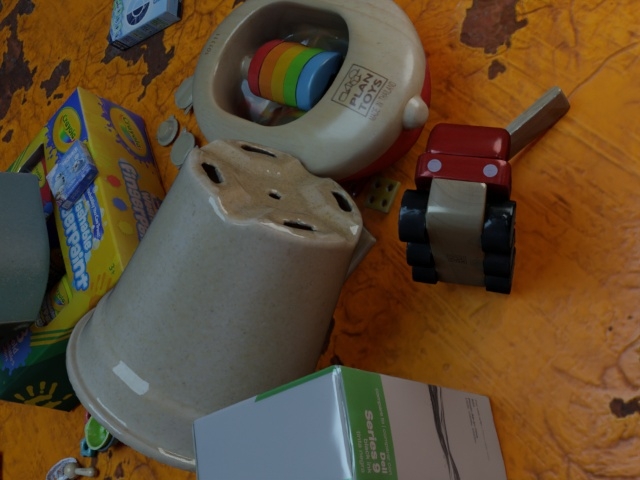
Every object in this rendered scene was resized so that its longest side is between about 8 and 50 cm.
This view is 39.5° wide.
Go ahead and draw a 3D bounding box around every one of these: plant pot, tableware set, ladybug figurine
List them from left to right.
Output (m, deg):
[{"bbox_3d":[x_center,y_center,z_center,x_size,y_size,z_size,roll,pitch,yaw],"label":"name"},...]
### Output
[{"bbox_3d":[-0.587,0.052,1.443,0.247,0.247,0.252,-32,72,31],"label":"plant pot"},{"bbox_3d":[-0.240,-0.213,1.599,0.141,0.020,0.169,-53,45,12],"label":"tableware set"},{"bbox_3d":[-0.107,0.059,1.094,0.334,0.333,0.306,51,126,42],"label":"plant pot"},{"bbox_3d":[-0.005,-0.212,1.268,0.449,0.162,0.305,31,89,46],"label":"ladybug figurine"}]

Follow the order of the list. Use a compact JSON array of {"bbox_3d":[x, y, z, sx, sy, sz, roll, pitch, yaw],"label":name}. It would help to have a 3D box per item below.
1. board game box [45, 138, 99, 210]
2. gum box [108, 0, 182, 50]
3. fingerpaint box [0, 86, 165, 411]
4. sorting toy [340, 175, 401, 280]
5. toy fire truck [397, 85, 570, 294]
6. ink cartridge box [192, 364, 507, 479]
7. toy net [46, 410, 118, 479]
[{"bbox_3d":[-0.418,-0.110,1.498,0.090,0.020,0.090,-47,47,13],"label":"board game box"},{"bbox_3d":[-0.348,-0.485,1.790,0.184,0.041,0.157,-15,64,40],"label":"gum box"},{"bbox_3d":[-0.446,0.014,1.601,0.371,0.163,0.445,-41,51,24],"label":"fingerpaint box"},{"bbox_3d":[0.000,0.000,1.272,0.274,0.046,0.132,-52,47,14],"label":"sorting toy"},{"bbox_3d":[0.194,-0.081,1.020,0.158,0.217,0.246,7,71,15],"label":"toy fire truck"},{"bbox_3d":[0.040,0.237,0.972,0.211,0.289,0.122,-28,60,33],"label":"ink cartridge box"},{"bbox_3d":[-0.415,0.357,1.522,0.232,0.045,0.122,-49,48,18],"label":"toy net"}]
